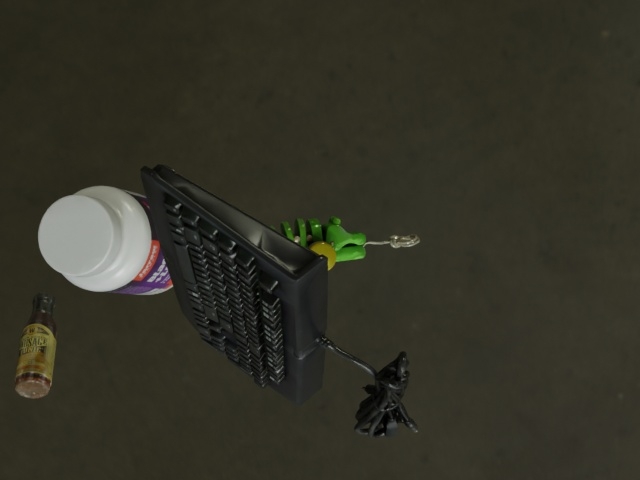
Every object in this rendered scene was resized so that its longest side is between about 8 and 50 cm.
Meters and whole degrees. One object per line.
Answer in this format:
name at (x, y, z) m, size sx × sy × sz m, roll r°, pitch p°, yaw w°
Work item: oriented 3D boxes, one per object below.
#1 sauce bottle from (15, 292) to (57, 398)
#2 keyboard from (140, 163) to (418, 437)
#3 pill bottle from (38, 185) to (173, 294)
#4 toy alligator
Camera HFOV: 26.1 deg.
sauce bottle at (-0.322, 0.117, 1.568) m, size 0.042 × 0.042 × 0.128 m, roll -8°, pitch 50°, yaw 5°
keyboard at (-0.022, 0.061, 0.892) m, size 0.202 × 0.317 × 0.033 m, roll 30°, pitch 74°, yaw 10°
pill bottle at (-0.212, 0.001, 1.421) m, size 0.108 × 0.193 × 0.108 m, roll -1°, pitch 86°, yaw 15°
toy alligator at (0.000, 0.000, 1.302) m, size 0.190 × 0.056 × 0.051 m, roll -14°, pitch 100°, yaw -11°
